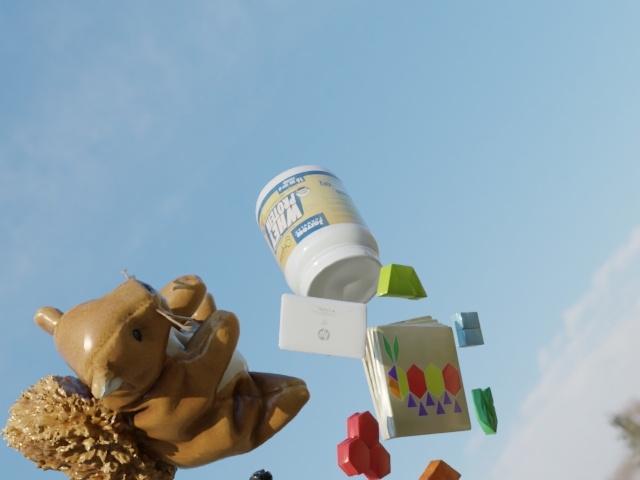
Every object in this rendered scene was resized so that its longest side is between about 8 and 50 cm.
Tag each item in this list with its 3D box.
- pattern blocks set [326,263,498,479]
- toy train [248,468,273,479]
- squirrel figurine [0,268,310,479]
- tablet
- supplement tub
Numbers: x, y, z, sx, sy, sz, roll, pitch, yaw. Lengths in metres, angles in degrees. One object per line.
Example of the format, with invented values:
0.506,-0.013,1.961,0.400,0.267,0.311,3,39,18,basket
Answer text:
0.114,0.169,1.634,0.026,0.285,0.325,-19,-23,36,pattern blocks set
-0.041,0.336,1.530,0.027,0.158,0.036,-27,-2,25,toy train
-0.286,0.227,2.008,0.397,0.281,0.370,-45,-30,7,squirrel figurine
0.003,0.080,1.247,0.006,0.083,0.054,128,147,-65,tablet
0.000,0.000,1.974,0.144,0.199,0.144,-15,-44,-15,supplement tub
